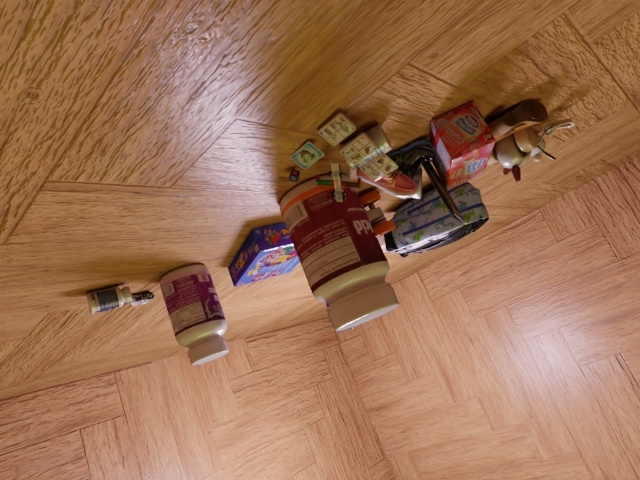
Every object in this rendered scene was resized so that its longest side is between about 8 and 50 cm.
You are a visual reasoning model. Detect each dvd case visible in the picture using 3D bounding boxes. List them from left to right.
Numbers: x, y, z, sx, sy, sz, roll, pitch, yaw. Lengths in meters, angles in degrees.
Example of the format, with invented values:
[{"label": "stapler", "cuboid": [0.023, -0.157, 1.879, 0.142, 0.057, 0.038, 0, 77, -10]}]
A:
[{"label": "dvd case", "cuboid": [0.358, -0.157, 1.429, 0.018, 0.221, 0.165, -31, 163, 19]}]

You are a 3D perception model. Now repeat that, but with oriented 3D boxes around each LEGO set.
[{"label": "LEGO set", "cuboid": [0.037, -0.183, 1.126, 0.183, 0.060, 0.244, 37, 138, -21]}]

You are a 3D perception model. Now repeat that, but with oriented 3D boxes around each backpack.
[{"label": "backpack", "cuboid": [0.452, -0.084, 1.822, 0.290, 0.273, 0.356, -7, 180, -38]}]

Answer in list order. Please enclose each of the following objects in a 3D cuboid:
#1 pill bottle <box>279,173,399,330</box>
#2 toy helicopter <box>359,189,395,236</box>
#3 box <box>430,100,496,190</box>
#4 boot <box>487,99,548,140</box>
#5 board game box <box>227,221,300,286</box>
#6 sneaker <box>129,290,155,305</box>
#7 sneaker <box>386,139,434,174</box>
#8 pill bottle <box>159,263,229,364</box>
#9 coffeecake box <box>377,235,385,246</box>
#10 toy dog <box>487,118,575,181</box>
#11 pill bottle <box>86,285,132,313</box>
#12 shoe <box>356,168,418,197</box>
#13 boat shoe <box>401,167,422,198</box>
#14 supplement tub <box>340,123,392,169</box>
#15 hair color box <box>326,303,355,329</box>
[{"label": "pill bottle", "cuboid": [0.054, 0.034, 1.331, 0.224, 0.391, 0.224, -21, 165, -6]}, {"label": "toy helicopter", "cuboid": [0.106, -0.040, 1.666, 0.235, 0.140, 0.355, -26, 176, -4]}, {"label": "box", "cuboid": [0.382, -0.251, 1.323, 0.123, 0.128, 0.257, -24, 164, 5]}, {"label": "boot", "cuboid": [0.547, -0.336, 1.403, 0.197, 0.072, 0.152, -17, 172, -22]}, {"label": "board game box", "cuboid": [-0.162, 0.043, 1.657, 0.234, 0.078, 0.347, -13, 162, -29]}, {"label": "sneaker", "cuboid": [-0.601, 0.191, 1.634, 0.069, 0.038, 0.098, -27, 174, 11]}, {"label": "sneaker", "cuboid": [0.229, -0.211, 1.338, 0.188, 0.078, 0.067, -26, 166, 20]}, {"label": "pill bottle", "cuboid": [-0.405, 0.244, 1.574, 0.170, 0.301, 0.169, -21, 165, -6]}, {"label": "coffeecake box", "cuboid": [0.291, -0.002, 2.151, 0.143, 0.068, 0.185, -12, 162, -37]}, {"label": "toy dog", "cuboid": [0.658, -0.270, 1.546, 0.334, 0.160, 0.220, -12, 176, -26]}, {"label": "pill bottle", "cuboid": [-0.643, 0.178, 1.465, 0.120, 0.067, 0.067, -14, 162, -28]}, {"label": "shoe", "cuboid": [0.183, -0.175, 1.287, 0.178, 0.063, 0.081, 22, 160, 5]}, {"label": "boat shoe", "cuboid": [0.265, -0.169, 1.464, 0.088, 0.096, 0.267, 2, -165, 12]}, {"label": "supplement tub", "cuboid": [0.109, -0.222, 1.149, 0.107, 0.070, 0.071, -27, 164, 19]}, {"label": "hair color box", "cuboid": [0.097, 0.174, 1.923, 0.185, 0.338, 0.110, -15, 172, -43]}]
